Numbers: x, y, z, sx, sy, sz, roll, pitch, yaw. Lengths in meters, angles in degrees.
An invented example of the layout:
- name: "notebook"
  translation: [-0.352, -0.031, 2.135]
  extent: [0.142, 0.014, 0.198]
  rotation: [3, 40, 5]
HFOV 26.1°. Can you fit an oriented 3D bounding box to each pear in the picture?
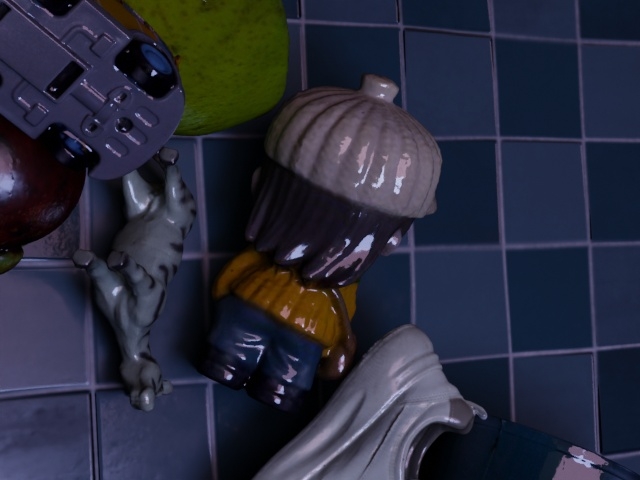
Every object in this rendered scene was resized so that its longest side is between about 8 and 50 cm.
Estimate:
- name: "pear"
  translation: [-0.141, -0.206, 1.271]
  extent: [0.139, 0.239, 0.288]
  rotation: [-46, 111, -32]

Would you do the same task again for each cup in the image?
- name: "cup"
  translation: [0.189, 0.361, 1.453]
  extent: [0.242, 0.308, 0.292]
  rotation: [21, 76, 7]

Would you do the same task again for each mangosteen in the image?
- name: "mangosteen"
  translation: [-0.303, -0.049, 1.227]
  extent: [0.200, 0.200, 0.200]
  rotation: [2, 86, -29]

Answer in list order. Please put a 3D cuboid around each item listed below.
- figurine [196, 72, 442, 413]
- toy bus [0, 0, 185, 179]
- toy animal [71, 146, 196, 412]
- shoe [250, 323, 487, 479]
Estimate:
- name: "figurine"
  translation: [-0.002, 0.000, 1.356]
  extent: [0.185, 0.204, 0.332]
  rotation: [25, 70, 4]
- name: "toy bus"
  translation: [-0.212, -0.161, 1.159]
  extent: [0.209, 0.136, 0.126]
  rotation: [40, 111, -21]
- name: "toy animal"
  translation: [-0.178, 0.028, 1.297]
  extent: [0.090, 0.170, 0.255]
  rotation: [11, 85, 13]
- name: "shoe"
  translation: [0.042, 0.242, 1.357]
  extent: [0.159, 0.124, 0.316]
  rotation: [36, 86, 20]
